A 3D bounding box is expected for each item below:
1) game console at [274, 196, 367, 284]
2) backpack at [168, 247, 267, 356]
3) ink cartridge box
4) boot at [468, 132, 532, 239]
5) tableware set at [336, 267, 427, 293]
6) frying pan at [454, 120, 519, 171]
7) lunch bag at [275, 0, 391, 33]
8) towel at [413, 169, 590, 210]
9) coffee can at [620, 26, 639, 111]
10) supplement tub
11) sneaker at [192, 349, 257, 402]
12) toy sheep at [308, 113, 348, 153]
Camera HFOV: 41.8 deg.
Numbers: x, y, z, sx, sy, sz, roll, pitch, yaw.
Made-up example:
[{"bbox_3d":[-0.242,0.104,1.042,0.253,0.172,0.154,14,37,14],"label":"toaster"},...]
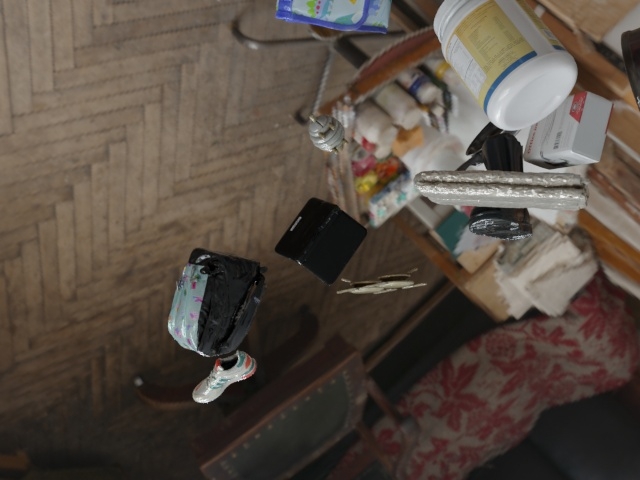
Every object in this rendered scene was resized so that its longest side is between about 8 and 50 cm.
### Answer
[{"bbox_3d":[0.000,0.000,1.460,0.122,0.107,0.071,-55,133,-13],"label":"game console"},{"bbox_3d":[-0.187,0.109,1.464,0.152,0.115,0.182,13,93,-45],"label":"backpack"},{"bbox_3d":[0.389,-0.170,1.322,0.056,0.135,0.099,18,84,-17],"label":"ink cartridge box"},{"bbox_3d":[0.354,-0.115,1.683,0.094,0.207,0.246,-12,168,30],"label":"boot"},{"bbox_3d":[0.137,0.094,1.947,0.128,0.039,0.194,3,169,-35],"label":"tableware set"},{"bbox_3d":[0.396,-0.226,1.910,0.197,0.053,0.326,-40,-169,41],"label":"frying pan"},{"bbox_3d":[0.015,-0.273,0.814,0.151,0.096,0.129,-14,118,-56],"label":"lunch bag"},{"bbox_3d":[0.308,-0.087,1.415,0.187,0.282,0.049,17,77,-72],"label":"towel"},{"bbox_3d":[0.687,-0.314,1.440,0.275,0.201,0.201,-18,157,30],"label":"coffee can"},{"bbox_3d":[0.270,-0.279,1.245,0.144,0.200,0.144,-22,152,-13],"label":"supplement tub"},{"bbox_3d":[-0.221,0.289,1.819,0.161,0.057,0.075,-31,134,7],"label":"sneaker"},{"bbox_3d":[0.015,-0.258,2.005,0.091,0.091,0.132,-41,130,-2],"label":"toy sheep"}]
